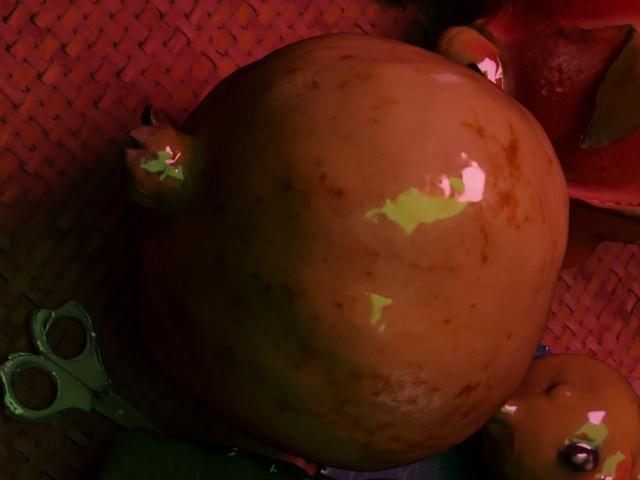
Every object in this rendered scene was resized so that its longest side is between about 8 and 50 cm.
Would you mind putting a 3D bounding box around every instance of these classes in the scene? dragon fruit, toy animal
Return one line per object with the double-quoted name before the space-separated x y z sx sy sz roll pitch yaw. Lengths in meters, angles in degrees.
"dragon fruit" 0.213 -0.119 1.307 0.305 0.226 0.305 54 18 -27
"toy animal" 0.250 0.183 1.343 0.281 0.195 0.169 17 37 -35

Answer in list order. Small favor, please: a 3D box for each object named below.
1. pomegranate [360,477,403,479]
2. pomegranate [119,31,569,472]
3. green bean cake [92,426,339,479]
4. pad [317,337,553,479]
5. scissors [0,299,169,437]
"pomegranate" 0.064 0.267 1.202 0.131 0.191 0.152 -3 91 -37
"pomegranate" 0.000 0.000 1.118 0.343 0.342 0.342 3 84 -33
"green bean cake" -0.075 0.258 1.102 0.223 0.125 0.227 15 77 12
"pad" 0.142 0.205 1.368 0.270 0.012 0.269 -43 109 -28
"scissors" -0.159 0.126 1.174 0.189 0.015 0.100 39 64 -26
